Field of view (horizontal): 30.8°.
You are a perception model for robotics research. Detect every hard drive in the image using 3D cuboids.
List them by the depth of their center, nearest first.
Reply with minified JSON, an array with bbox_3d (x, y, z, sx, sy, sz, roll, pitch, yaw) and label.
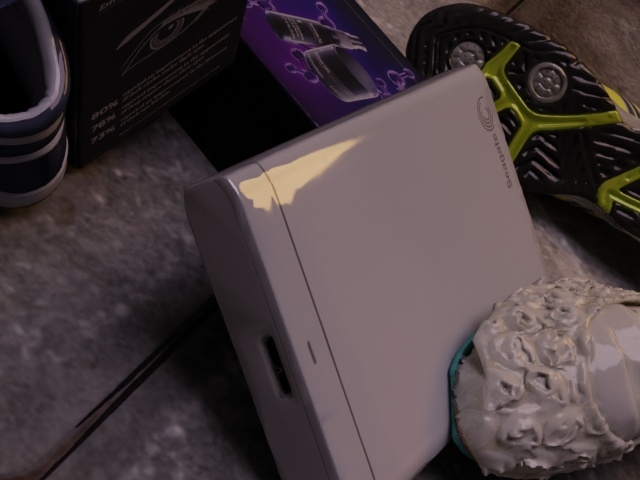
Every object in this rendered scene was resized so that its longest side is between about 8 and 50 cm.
[{"bbox_3d":[0.060,0.021,0.821,0.353,0.047,0.233,-31,105,-54],"label":"hard drive"}]

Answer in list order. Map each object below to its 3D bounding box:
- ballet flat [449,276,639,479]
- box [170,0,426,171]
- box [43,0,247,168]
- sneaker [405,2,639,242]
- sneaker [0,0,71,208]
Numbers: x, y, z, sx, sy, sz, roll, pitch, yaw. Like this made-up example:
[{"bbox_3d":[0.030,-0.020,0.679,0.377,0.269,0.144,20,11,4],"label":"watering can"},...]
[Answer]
[{"bbox_3d":[0.255,0.086,0.902,0.409,0.147,0.147,-7,56,-51],"label":"ballet flat"},{"bbox_3d":[-0.049,-0.162,0.958,0.261,0.103,0.184,50,34,13],"label":"box"},{"bbox_3d":[-0.132,-0.166,0.752,0.153,0.207,0.108,-39,78,-25],"label":"box"},{"bbox_3d":[0.246,-0.098,1.164,0.384,0.145,0.147,34,5,-5],"label":"sneaker"},{"bbox_3d":[-0.258,-0.140,0.675,0.282,0.153,0.099,39,69,-5],"label":"sneaker"}]
